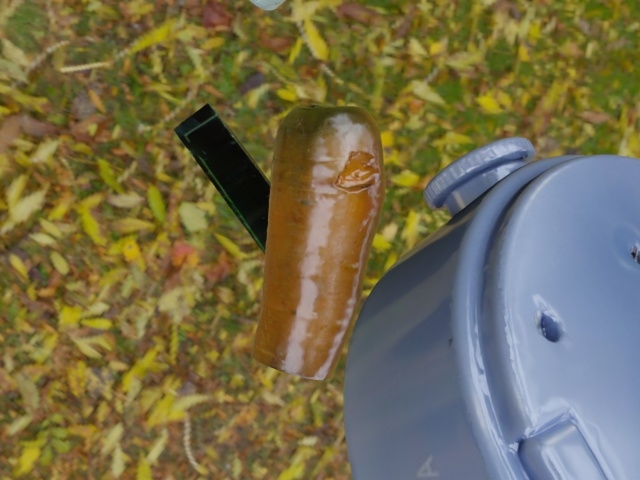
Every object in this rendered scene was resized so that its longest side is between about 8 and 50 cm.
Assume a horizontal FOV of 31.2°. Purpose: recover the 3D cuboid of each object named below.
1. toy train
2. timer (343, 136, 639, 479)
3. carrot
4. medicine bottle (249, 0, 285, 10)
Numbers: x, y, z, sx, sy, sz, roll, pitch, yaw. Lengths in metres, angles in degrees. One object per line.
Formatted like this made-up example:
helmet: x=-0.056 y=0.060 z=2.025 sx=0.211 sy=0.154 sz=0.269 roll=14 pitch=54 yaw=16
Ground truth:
toy train: x=-0.059 y=-0.034 z=1.086 sx=0.044 sy=0.209 sz=0.042 roll=-37 pitch=170 yaw=3
timer: x=0.180 y=0.113 z=0.730 sx=0.395 sy=0.173 sz=0.394 roll=20 pitch=51 yaw=-27
carrot: x=0.000 y=0.000 z=0.814 sx=0.087 sy=0.087 sz=0.193 roll=1 pitch=97 yaw=-40
medicine bottle: x=-0.025 y=-0.221 z=0.898 sx=0.047 sy=0.083 sz=0.047 roll=29 pitch=44 yaw=-33
